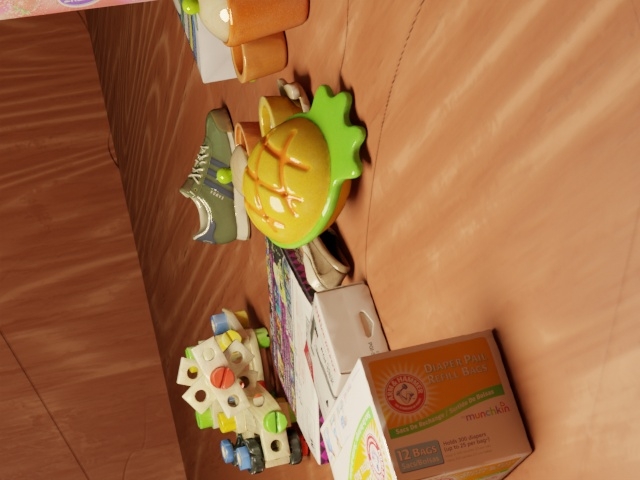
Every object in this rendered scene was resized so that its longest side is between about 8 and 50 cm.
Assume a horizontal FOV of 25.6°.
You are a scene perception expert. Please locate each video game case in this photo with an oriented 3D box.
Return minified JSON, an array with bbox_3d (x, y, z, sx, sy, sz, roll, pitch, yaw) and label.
[{"bbox_3d":[-0.018,0.110,1.656,0.210,0.042,0.232,-119,23,-53],"label":"video game case"}]

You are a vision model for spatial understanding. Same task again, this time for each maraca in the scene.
[{"bbox_3d":[-0.013,-0.070,1.384,0.185,0.099,0.127,-47,56,42],"label":"maraca"}]

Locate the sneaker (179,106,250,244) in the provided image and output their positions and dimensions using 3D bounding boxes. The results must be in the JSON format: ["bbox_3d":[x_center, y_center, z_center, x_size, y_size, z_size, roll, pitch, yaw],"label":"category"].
[{"bbox_3d":[-0.157,-0.086,1.978,0.064,0.086,0.192,-168,67,-76],"label":"sneaker"}]

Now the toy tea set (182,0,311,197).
[{"bbox_3d":[-0.089,-0.187,1.527,0.200,0.124,0.336,-125,27,-60],"label":"toy tea set"}]

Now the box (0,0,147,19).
[{"bbox_3d":[-0.384,-0.450,2.166,0.154,0.300,0.142,-116,21,-44],"label":"box"}]

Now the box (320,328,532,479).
[{"bbox_3d":[0.078,0.161,1.137,0.203,0.114,0.103,112,145,-65],"label":"box"}]

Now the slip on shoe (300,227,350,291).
[{"bbox_3d":[0.000,0.000,1.502,0.041,0.051,0.135,-46,34,24],"label":"slip on shoe"}]

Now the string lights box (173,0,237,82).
[{"bbox_3d":[-0.141,-0.329,1.734,0.133,0.077,0.259,91,162,-46],"label":"string lights box"}]

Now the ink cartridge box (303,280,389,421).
[{"bbox_3d":[0.025,0.119,1.449,0.135,0.056,0.099,100,156,-58],"label":"ink cartridge box"}]

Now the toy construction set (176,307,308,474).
[{"bbox_3d":[-0.107,0.203,1.920,0.328,0.151,0.215,177,83,-88],"label":"toy construction set"}]
